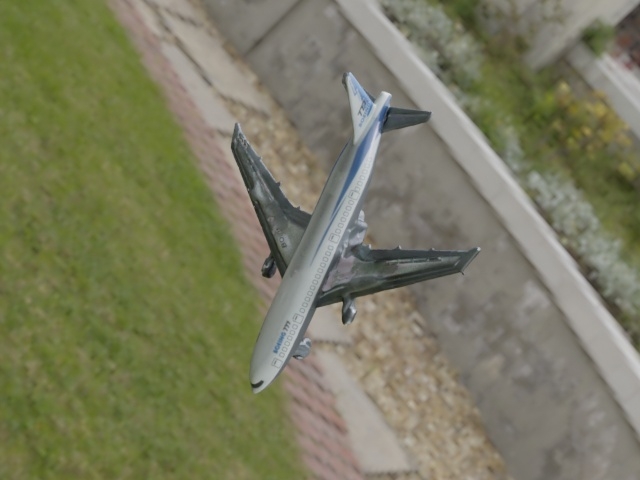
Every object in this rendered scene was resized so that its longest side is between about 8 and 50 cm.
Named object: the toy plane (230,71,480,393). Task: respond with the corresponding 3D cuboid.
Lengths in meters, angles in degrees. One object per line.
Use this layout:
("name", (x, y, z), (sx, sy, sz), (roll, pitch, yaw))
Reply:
("toy plane", (0.003, -0.001, 0.949), (0.226, 0.226, 0.058), (29, 19, 37))
